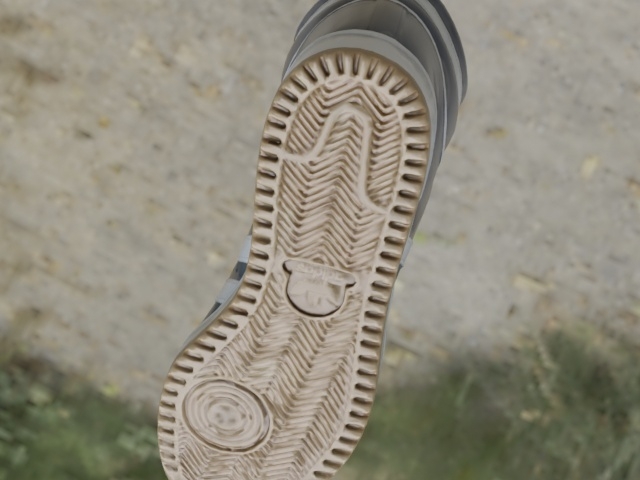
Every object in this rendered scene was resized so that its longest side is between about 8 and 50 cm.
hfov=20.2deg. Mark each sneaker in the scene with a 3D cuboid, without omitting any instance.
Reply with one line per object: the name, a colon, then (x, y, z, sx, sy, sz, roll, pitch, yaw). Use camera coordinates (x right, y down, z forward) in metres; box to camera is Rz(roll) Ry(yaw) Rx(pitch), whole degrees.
sneaker: (0.000, 0.000, 0.899, 0.099, 0.153, 0.282, 19, 122, -1)
